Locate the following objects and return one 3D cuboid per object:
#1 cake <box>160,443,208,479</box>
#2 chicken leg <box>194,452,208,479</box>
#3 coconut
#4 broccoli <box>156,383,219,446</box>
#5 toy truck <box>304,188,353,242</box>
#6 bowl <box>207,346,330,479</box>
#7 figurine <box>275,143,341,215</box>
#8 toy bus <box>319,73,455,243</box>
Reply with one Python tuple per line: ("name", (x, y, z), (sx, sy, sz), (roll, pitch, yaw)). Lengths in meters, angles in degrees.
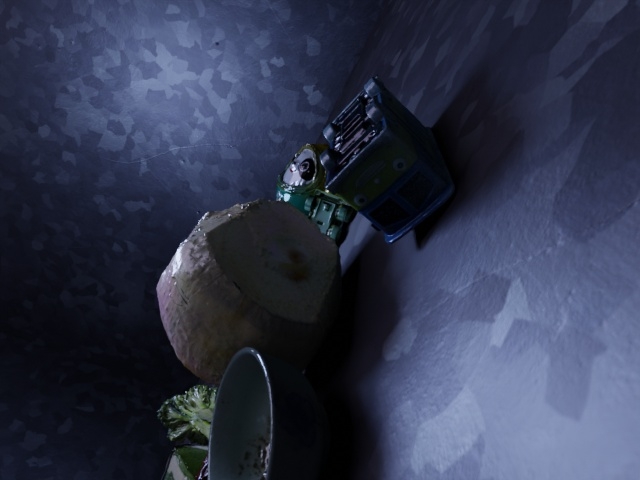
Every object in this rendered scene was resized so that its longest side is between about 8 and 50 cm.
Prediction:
("cake", (-0.329, 0.753, 1.385), (0.283, 0.172, 0.158), (26, 99, 45))
("chicken leg", (-0.283, 0.619, 1.317), (0.089, 0.048, 0.219), (10, 52, 40))
("coconut", (-0.157, 0.139, 1.021), (0.405, 0.404, 0.405), (-61, 12, 23))
("broccoli", (-0.387, 0.639, 1.653), (0.361, 0.252, 0.221), (0, 66, 40))
("toy truck", (-0.002, 0.003, 1.319), (0.135, 0.128, 0.260), (44, -113, -75))
("bowl", (-0.075, 0.328, 0.773), (0.289, 0.146, 0.289), (-36, 48, 53))
("figurine", (-0.032, -0.152, 1.504), (0.340, 0.231, 0.323), (-56, 38, 7))
("toy bus", (0.115, -0.160, 0.856), (0.152, 0.190, 0.312), (-41, 22, 25))
